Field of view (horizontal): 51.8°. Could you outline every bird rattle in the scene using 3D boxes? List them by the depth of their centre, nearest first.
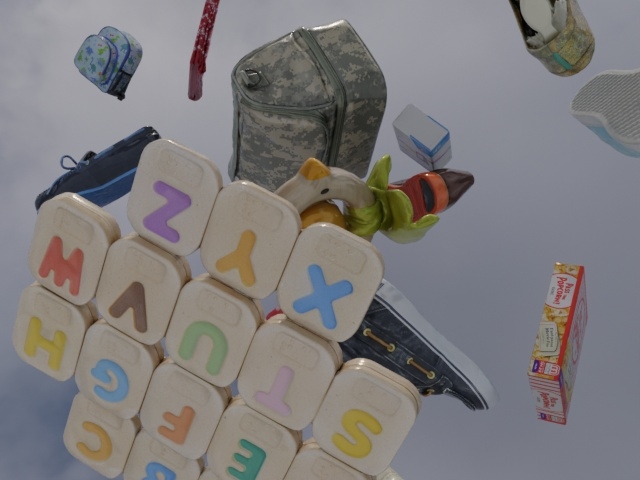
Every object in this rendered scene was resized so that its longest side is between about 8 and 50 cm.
[{"bbox_3d":[0.000,0.000,0.791,0.253,0.143,0.206,-46,-44,16],"label":"bird rattle"}]

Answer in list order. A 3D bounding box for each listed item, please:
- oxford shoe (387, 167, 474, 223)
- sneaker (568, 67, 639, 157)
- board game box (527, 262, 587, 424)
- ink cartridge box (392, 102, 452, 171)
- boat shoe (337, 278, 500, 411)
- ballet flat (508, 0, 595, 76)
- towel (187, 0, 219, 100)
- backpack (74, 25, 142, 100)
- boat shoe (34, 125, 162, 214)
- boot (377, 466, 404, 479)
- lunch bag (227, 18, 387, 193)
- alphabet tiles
[{"bbox_3d":[0.175,-0.072,1.188,0.098,0.271,0.097,-19,-86,-22],"label":"oxford shoe"},{"bbox_3d":[0.546,-0.195,1.078,0.150,0.366,0.135,32,-71,-10],"label":"sneaker"},{"bbox_3d":[0.360,0.154,0.989,0.045,0.147,0.194,7,-124,29],"label":"board game box"},{"bbox_3d":[0.181,-0.175,1.161,0.088,0.122,0.052,41,-91,20],"label":"ink cartridge box"},{"bbox_3d":[0.080,0.117,0.594,0.183,0.065,0.083,43,-97,-22],"label":"boat shoe"},{"bbox_3d":[0.376,-0.439,1.156,0.123,0.123,0.349,-6,-119,-7],"label":"ballet flat"},{"bbox_3d":[-0.204,-0.414,1.236,0.031,0.199,0.275,14,-98,-12],"label":"towel"},{"bbox_3d":[-0.401,-0.345,1.252,0.105,0.084,0.114,41,-78,21],"label":"backpack"},{"bbox_3d":[-0.389,-0.119,1.177,0.258,0.109,0.089,-23,-104,-1],"label":"boat shoe"},{"bbox_3d":[0.084,0.486,1.196,0.077,0.165,0.213,15,-76,-23],"label":"boot"},{"bbox_3d":[-0.044,-0.217,1.206,0.255,0.305,0.213,-17,-116,-17],"label":"lunch bag"},{"bbox_3d":[-0.083,0.088,0.447,0.284,0.021,0.278,28,-64,8],"label":"alphabet tiles"}]
